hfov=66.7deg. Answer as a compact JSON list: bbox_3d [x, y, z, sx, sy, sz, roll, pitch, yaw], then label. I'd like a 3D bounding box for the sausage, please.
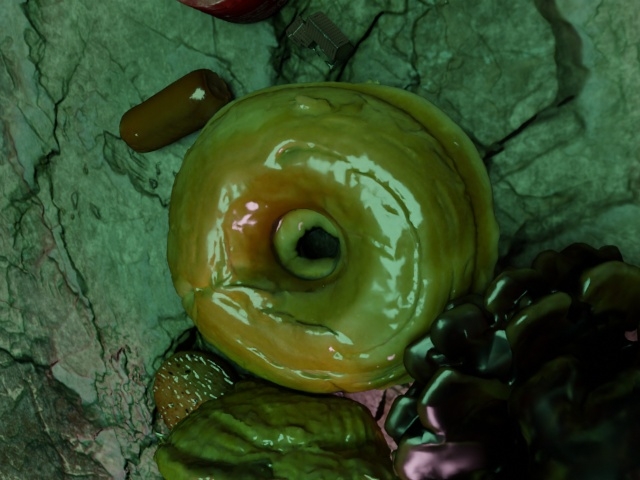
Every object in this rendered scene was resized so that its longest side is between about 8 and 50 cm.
[{"bbox_3d":[-0.227,-0.192,0.741,0.198,0.076,0.076,-20,94,23],"label":"sausage"}]

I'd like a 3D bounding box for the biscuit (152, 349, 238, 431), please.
[{"bbox_3d":[-0.214,0.281,0.862,0.188,0.027,0.187,5,104,20],"label":"biscuit"}]

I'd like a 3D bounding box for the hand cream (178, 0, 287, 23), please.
[{"bbox_3d":[-0.123,-0.391,0.634,0.193,0.125,0.193,4,102,18],"label":"hand cream"}]

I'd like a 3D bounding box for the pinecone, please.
[{"bbox_3d":[0.280,0.216,0.474,0.398,0.398,0.397,4,103,18],"label":"pinecone"}]

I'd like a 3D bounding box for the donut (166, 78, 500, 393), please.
[{"bbox_3d":[0.000,0.000,0.638,0.449,0.198,0.448,3,100,18],"label":"donut"}]

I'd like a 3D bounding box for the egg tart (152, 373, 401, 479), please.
[{"bbox_3d":[-0.055,0.277,0.672,0.340,0.351,0.153,15,77,-11],"label":"egg tart"}]

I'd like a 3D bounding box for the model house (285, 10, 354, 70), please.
[{"bbox_3d":[-0.004,-0.273,0.653,0.057,0.058,0.083,-43,86,22],"label":"model house"}]
